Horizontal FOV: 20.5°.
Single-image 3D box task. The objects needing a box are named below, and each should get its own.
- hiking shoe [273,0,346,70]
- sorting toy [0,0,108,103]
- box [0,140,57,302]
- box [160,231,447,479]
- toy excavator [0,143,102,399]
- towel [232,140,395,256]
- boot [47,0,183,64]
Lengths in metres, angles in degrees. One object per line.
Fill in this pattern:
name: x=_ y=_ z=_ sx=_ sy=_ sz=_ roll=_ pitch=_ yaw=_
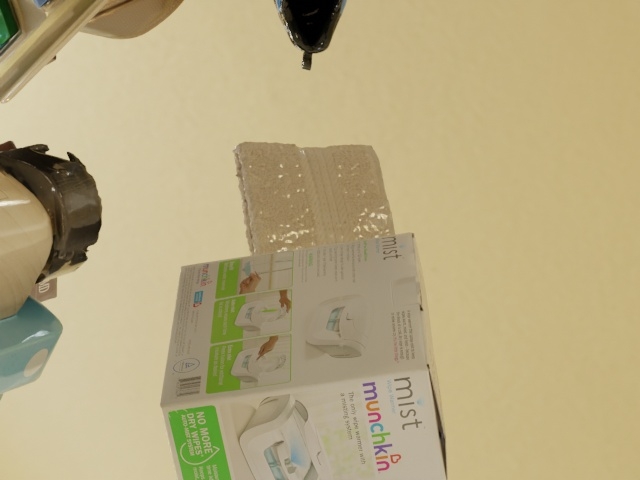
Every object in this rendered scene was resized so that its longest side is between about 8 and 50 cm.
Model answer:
hiking shoe: x=0.002 y=-0.351 z=2.003 sx=0.113 sy=0.132 sz=0.304 roll=-5 pitch=132 yaw=-5
sorting toy: x=-0.290 y=-0.245 z=1.520 sx=0.193 sy=0.208 sz=0.038 roll=-39 pitch=-177 yaw=32
box: x=-0.466 y=0.005 z=2.310 sx=0.203 sy=0.167 sz=0.168 roll=-20 pitch=155 yaw=-19
box: x=-0.012 y=0.111 z=1.582 sx=0.231 sy=0.127 sz=0.262 roll=-8 pitch=-155 yaw=3
toy excavator: x=-0.335 y=0.131 z=1.361 sx=0.445 sy=0.433 sz=0.222 roll=-60 pitch=162 yaw=23
towel: x=0.000 y=0.000 z=2.145 sx=0.187 sy=0.282 sz=0.049 roll=1 pitch=149 yaw=-21
boot: x=-0.275 y=-0.329 z=1.997 sx=0.283 sy=0.220 sz=0.109 roll=-17 pitch=163 yaw=38
